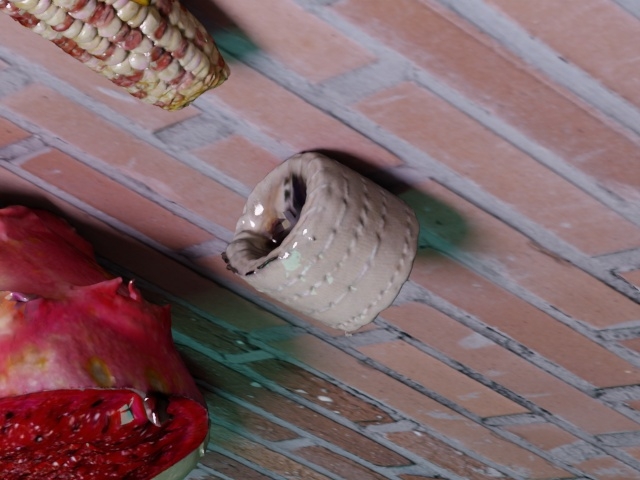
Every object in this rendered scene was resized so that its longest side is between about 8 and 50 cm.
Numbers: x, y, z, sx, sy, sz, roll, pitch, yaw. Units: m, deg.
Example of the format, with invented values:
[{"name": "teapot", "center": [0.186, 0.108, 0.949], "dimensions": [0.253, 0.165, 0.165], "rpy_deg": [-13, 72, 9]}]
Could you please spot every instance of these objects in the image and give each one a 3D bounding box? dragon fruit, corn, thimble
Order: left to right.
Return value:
[{"name": "dragon fruit", "center": [-0.286, 0.102, 1.409], "dimensions": [0.371, 0.249, 0.386], "rpy_deg": [-28, 156, 20]}, {"name": "corn", "center": [-0.138, -0.142, 0.988], "dimensions": [0.079, 0.079, 0.237], "rpy_deg": [-4, 150, 43]}, {"name": "thimble", "center": [0.000, 0.000, 1.193], "dimensions": [0.090, 0.102, 0.115], "rpy_deg": [28, 149, -25]}]

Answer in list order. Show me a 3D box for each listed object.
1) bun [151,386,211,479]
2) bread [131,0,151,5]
[{"name": "bun", "center": [-0.262, 0.188, 1.723], "dimensions": [0.293, 0.187, 0.293], "rpy_deg": [14, 154, 7]}, {"name": "bread", "center": [-0.208, -0.233, 0.734], "dimensions": [0.361, 0.138, 0.077], "rpy_deg": [23, 156, -15]}]
